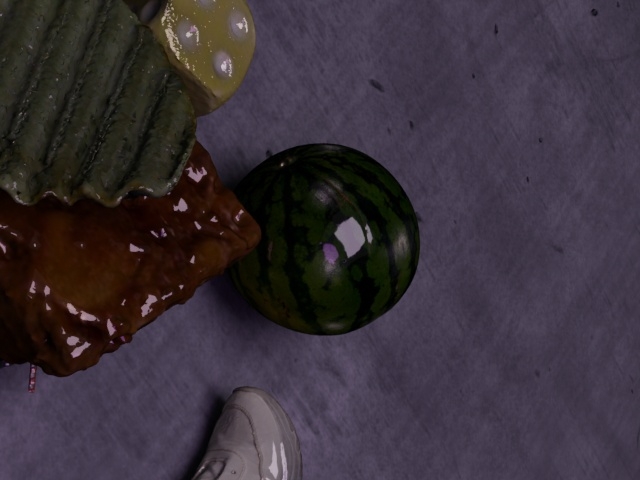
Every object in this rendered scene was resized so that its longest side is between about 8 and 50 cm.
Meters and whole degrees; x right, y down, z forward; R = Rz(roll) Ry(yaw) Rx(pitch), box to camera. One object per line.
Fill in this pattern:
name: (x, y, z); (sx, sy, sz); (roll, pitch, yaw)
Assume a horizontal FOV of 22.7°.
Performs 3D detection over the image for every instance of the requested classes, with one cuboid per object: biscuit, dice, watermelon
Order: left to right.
biscuit: (-0.304, -0.030, 2.002); (0.395, 0.166, 0.342); (-33, 88, -46)
dice: (-0.205, -0.278, 2.209); (0.169, 0.169, 0.166); (42, 55, -37)
watermelon: (0.000, 0.000, 2.307); (0.285, 0.285, 0.285); (9, 77, -47)

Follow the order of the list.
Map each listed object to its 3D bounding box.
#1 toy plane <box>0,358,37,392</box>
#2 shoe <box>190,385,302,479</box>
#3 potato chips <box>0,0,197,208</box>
toy plane: (-0.407, 0.144, 1.996); (0.194, 0.077, 0.126); (-43, 112, -34)
shoe: (-0.139, 0.369, 2.212); (0.210, 0.132, 0.342); (13, 78, -49)
potato chips: (-0.317, -0.199, 1.943); (0.358, 0.070, 0.429); (20, 43, -13)
